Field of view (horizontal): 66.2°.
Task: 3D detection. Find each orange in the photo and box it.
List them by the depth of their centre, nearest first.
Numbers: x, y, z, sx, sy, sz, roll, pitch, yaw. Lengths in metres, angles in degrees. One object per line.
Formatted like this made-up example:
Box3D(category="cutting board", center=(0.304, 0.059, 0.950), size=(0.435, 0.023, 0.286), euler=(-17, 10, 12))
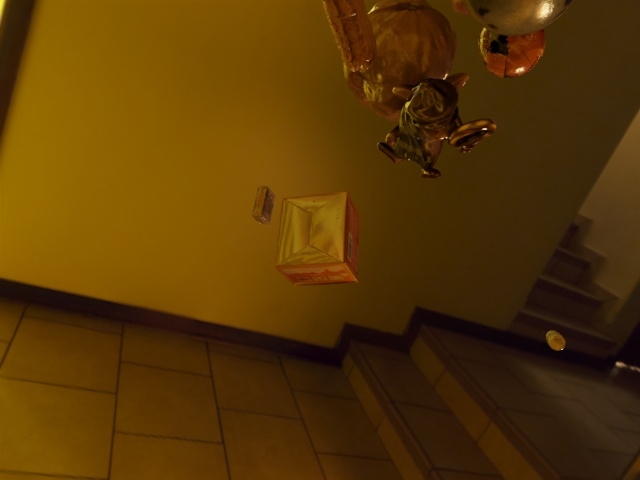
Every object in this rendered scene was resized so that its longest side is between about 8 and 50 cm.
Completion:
Box3D(category="orange", center=(0.674, -0.693, 1.737), size=(0.234, 0.235, 0.182), euler=(20, -5, -19))

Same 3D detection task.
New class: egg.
Box3D(category="egg", center=(0.569, -0.781, 1.385), size=(0.345, 0.345, 0.428), euler=(31, -1, 22))

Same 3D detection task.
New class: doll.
Box3D(category="doll", center=(0.325, -0.318, 1.433), size=(0.317, 0.209, 0.340), euler=(3, -21, 7))

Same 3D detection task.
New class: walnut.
Box3D(category="walnut", center=(0.258, -0.573, 1.580), size=(0.383, 0.384, 0.383), euler=(23, 14, -6))

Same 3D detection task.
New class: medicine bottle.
Box3D(category="medicine bottle", center=(0.808, 0.342, 1.693), size=(0.052, 0.052, 0.089), euler=(28, 11, 12))

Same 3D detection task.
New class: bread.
Box3D(category="bread", center=(0.069, -0.508, 1.157), size=(0.083, 0.211, 0.114), euler=(-7, 39, 25))

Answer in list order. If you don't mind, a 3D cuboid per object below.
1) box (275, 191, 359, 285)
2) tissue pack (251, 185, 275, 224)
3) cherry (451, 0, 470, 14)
Box3D(category="box", center=(0.000, 0.000, 1.797), size=(0.259, 0.284, 0.214), euler=(-5, -26, 19))
Box3D(category="tissue pack", center=(-0.253, -0.157, 2.206), size=(0.060, 0.148, 0.108), euler=(5, -17, 18))
Box3D(category="cherry", center=(0.623, -0.997, 1.915), size=(0.205, 0.240, 0.239), euler=(10, 11, 14))
